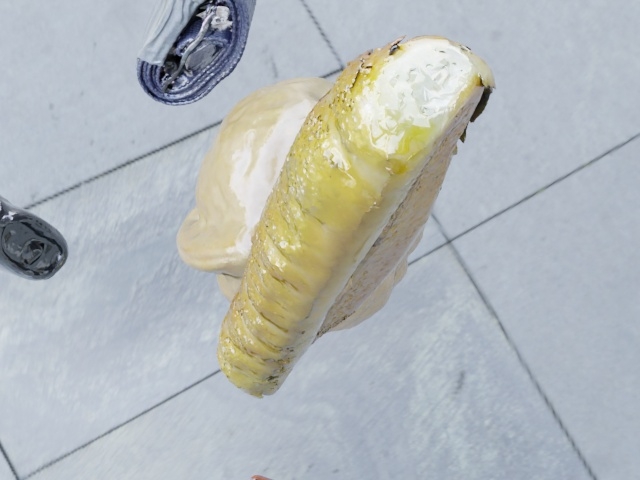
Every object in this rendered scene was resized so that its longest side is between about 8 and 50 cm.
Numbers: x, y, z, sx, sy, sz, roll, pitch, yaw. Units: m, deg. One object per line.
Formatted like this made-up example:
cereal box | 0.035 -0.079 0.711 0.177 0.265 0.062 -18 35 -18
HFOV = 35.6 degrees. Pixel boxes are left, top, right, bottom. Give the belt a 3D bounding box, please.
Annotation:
belt | -0.176 -0.291 1.395 0.140 0.230 0.126 26 43 -17

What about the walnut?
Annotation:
walnut | -0.013 -0.042 1.407 0.384 0.383 0.383 5 71 -16

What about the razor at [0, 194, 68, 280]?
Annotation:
razor | -0.560 -0.047 1.567 0.349 0.204 0.113 28 79 31

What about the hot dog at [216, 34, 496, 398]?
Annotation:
hot dog | -0.001 0.001 0.491 0.083 0.289 0.068 -37 79 -31

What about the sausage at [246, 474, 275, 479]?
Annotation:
sausage | -0.043 0.363 1.411 0.025 0.198 0.028 30 73 -38
